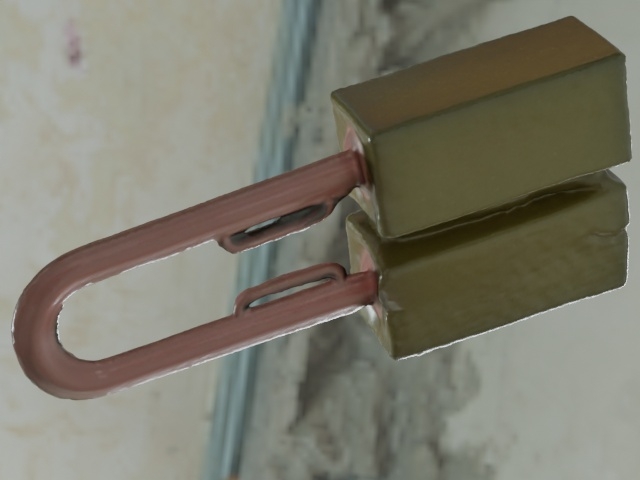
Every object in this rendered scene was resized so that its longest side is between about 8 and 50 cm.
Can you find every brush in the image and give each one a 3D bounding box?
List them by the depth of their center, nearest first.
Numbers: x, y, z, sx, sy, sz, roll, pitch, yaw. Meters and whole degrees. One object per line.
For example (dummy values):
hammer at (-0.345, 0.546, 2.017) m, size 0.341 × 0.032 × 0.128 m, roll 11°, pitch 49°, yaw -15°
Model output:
brush at (0.000, 0.000, 0.690) m, size 0.233 × 0.047 × 0.103 m, roll -18°, pitch -55°, yaw -14°
